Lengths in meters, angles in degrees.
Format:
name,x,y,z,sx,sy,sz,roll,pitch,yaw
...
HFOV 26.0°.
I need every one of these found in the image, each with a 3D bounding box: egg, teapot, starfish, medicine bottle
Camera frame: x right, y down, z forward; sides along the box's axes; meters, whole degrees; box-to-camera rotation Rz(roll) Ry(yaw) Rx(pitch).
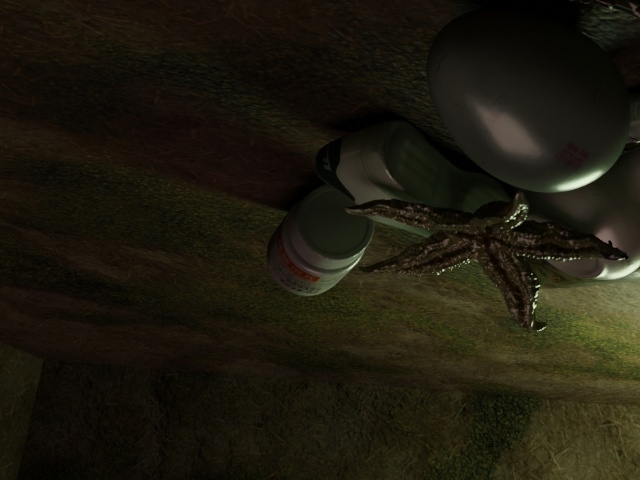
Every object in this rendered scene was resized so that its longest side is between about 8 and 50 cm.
name,x,y,z,sx,sy,sz,roll,pitch,yaw
egg,0.226,-0.156,1.515,0.264,0.183,0.183,29,156,-32
teapot,0.366,-0.038,1.934,0.204,0.139,0.298,42,159,-10
starfish,0.211,-0.005,1.872,0.358,0.078,0.347,25,153,-11
medicine bottle,0.000,0.000,2.263,0.144,0.144,0.252,13,163,-12

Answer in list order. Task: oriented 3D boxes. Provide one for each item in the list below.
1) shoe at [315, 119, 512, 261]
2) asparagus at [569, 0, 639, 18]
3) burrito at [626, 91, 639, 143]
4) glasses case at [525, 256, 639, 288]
name,x,y,z,sx,sy,sz,roll,pitch,yaw
shoe,0.140,-0.057,2.011,0.160,0.132,0.363,-5,154,41
asparagus,0.341,-0.237,1.443,0.236,0.027,0.034,14,153,-15
burrito,0.387,-0.149,1.664,0.064,0.064,0.203,22,161,-37
glasses case,0.429,0.012,2.121,0.156,0.098,0.425,25,159,-36
